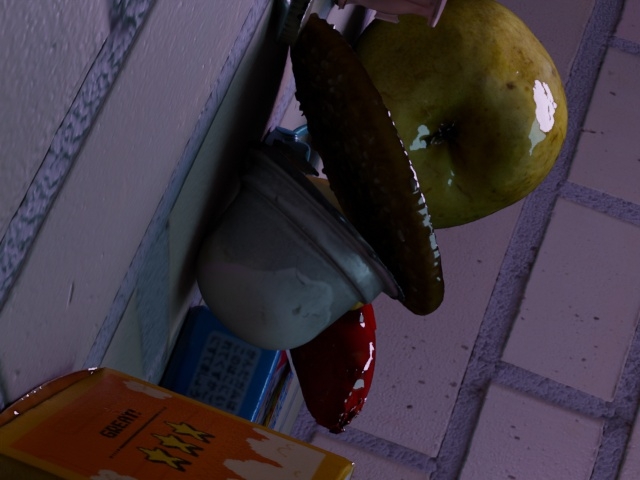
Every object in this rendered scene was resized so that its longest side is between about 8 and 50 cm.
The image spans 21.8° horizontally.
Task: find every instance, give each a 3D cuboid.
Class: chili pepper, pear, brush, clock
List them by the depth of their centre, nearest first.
[{"bbox_3d":[-0.021,-0.233,1.362,0.266,0.027,0.062,95,16,-71],"label":"brush"},{"bbox_3d":[-0.043,-0.065,1.695,0.147,0.045,0.108,-65,174,-47],"label":"clock"},{"bbox_3d":[0.001,0.068,1.845,0.387,0.110,0.110,-104,-157,-47],"label":"chili pepper"},{"bbox_3d":[0.153,-0.170,2.089,0.304,0.304,0.304,20,90,-85],"label":"pear"}]

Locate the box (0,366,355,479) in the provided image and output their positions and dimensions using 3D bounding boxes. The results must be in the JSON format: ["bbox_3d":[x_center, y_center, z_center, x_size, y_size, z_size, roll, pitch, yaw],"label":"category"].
[{"bbox_3d":[-0.133,0.258,1.054,0.259,0.213,0.283,-27,136,-78],"label":"box"}]

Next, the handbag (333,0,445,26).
[{"bbox_3d":[0.100,-0.330,1.773,0.179,0.116,0.205,0,110,-85],"label":"handbag"}]

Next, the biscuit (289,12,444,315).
[{"bbox_3d":[0.036,-0.067,1.545,0.305,0.038,0.305,157,-90,-82],"label":"biscuit"}]

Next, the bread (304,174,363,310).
[{"bbox_3d":[0.000,0.001,1.773,0.134,0.173,0.085,-68,160,-9],"label":"bread"}]

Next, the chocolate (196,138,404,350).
[{"bbox_3d":[-0.043,0.018,1.515,0.147,0.221,0.221,-37,171,-5],"label":"chocolate"}]

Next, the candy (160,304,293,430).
[{"bbox_3d":[-0.101,0.173,1.712,0.306,0.100,0.157,91,19,-79],"label":"candy"}]
